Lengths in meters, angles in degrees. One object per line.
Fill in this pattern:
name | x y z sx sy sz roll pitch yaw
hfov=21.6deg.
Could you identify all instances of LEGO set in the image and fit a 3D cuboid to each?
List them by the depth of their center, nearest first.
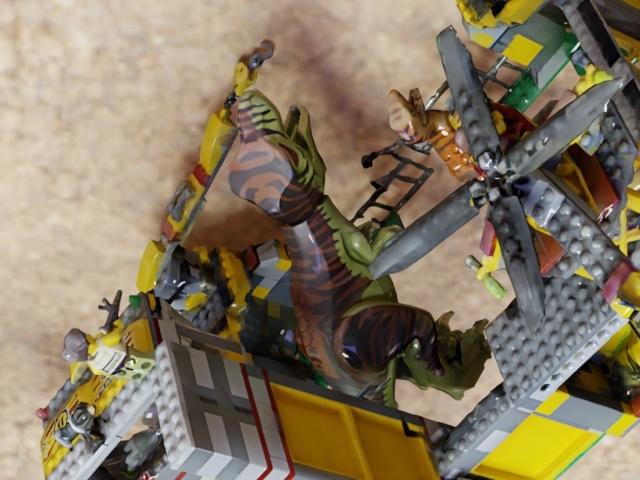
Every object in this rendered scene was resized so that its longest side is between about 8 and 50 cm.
LEGO set | 0.000 0.000 0.616 0.192 0.255 0.331 20 133 -34
